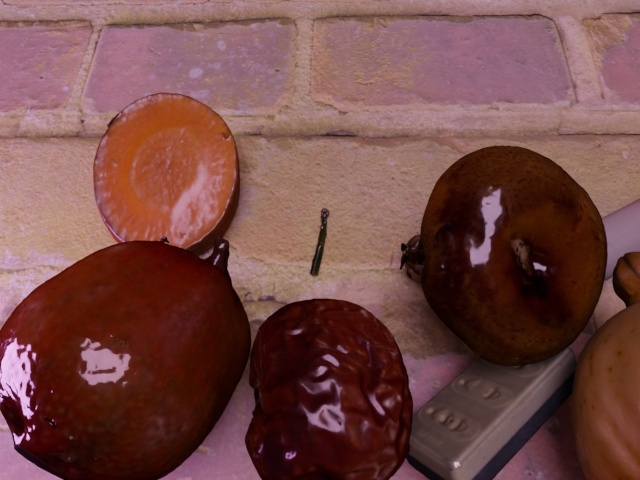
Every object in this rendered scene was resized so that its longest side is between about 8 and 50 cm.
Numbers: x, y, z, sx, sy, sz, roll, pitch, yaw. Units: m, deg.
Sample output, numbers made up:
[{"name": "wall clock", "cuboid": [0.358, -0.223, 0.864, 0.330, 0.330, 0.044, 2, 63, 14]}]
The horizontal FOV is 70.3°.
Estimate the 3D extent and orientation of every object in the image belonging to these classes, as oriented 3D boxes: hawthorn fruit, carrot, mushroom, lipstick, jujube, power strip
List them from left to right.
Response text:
[{"name": "hawthorn fruit", "cuboid": [-0.230, 0.146, 0.572, 0.295, 0.294, 0.311, 20, 32, 10]}, {"name": "carrot", "cuboid": [-0.263, -0.105, 0.784, 0.259, 0.100, 0.306, -11, 67, -1]}, {"name": "jujube", "cuboid": [0.008, 0.193, 0.565, 0.213, 0.212, 0.232, -2, 41, 0]}, {"name": "power strip", "cuboid": [0.226, 0.211, 0.594, 0.257, 0.105, 0.069, -28, 108, -26]}, {"name": "mushroom", "cuboid": [0.248, 0.006, 0.617, 0.268, 0.267, 0.254, -4, 24, -1]}, {"name": "lipstick", "cuboid": [0.468, 0.004, 0.726, 0.327, 0.087, 0.087, -25, 67, -11]}]

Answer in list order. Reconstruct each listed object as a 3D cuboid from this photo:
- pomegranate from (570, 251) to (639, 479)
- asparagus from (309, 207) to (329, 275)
[{"name": "pomegranate", "cuboid": [0.463, 0.184, 0.492, 0.411, 0.410, 0.409, 0, 64, 1]}, {"name": "asparagus", "cuboid": [0.000, 0.000, 0.774, 0.018, 0.015, 0.126, 9, 65, 3]}]
